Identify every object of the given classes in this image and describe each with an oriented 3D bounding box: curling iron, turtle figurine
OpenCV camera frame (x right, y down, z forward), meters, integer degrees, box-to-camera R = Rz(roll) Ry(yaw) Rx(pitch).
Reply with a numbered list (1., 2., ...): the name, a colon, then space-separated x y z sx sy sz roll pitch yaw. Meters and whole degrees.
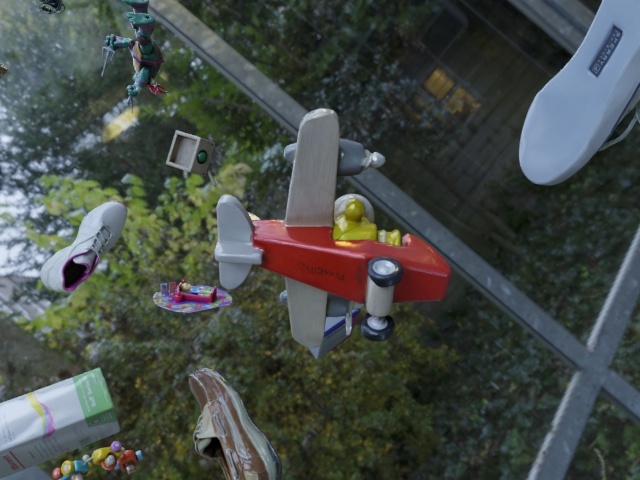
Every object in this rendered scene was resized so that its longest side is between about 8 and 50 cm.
1. curling iron: -0.747 -0.677 1.603 0.068 0.274 0.035 -30 26 19
2. turtle figurine: -0.411 -0.414 1.444 0.118 0.175 0.234 -21 -32 -34

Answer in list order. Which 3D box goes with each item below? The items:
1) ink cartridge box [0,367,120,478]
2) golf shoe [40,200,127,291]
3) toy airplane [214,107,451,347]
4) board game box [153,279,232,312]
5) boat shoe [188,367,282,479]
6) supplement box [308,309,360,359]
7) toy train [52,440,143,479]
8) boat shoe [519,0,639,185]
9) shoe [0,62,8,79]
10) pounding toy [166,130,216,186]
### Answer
1. ink cartridge box: -0.687 0.456 1.578 0.353 0.119 0.207 -18 -27 -22
2. golf shoe: -0.626 0.023 1.777 0.140 0.115 0.306 16 66 51
3. toy airplane: 0.000 0.000 1.172 0.386 0.384 0.272 -31 14 39
4. board game box: -0.272 0.111 1.393 0.168 0.133 0.033 -8 -70 -40
5. boat shoe: -0.207 0.400 1.359 0.119 0.324 0.123 -22 -46 -28
6. supplement box: 0.011 0.188 1.548 0.111 0.114 0.220 -33 -19 -17
7. toy train: -0.422 0.443 1.242 0.166 0.046 0.125 -16 -35 -23
8. boat shoe: 0.422 -0.226 0.901 0.156 0.136 0.367 -2 -46 -24
9. shoe: -0.690 -0.345 1.233 0.058 0.076 0.219 -51 -15 5
10. pounding toy: -0.386 -0.254 2.010 0.100 0.141 0.130 12 -83 -59
